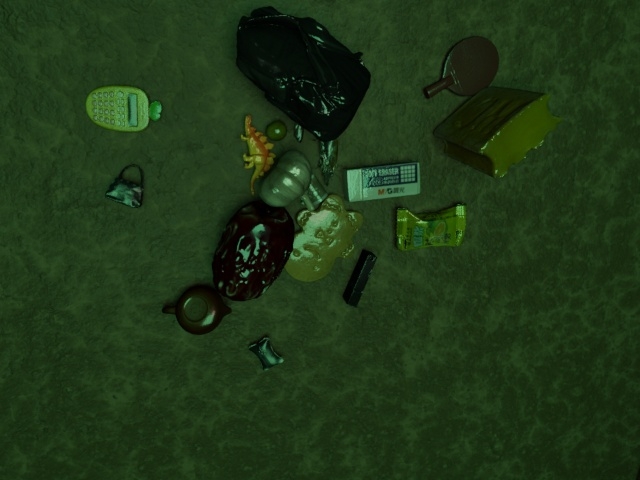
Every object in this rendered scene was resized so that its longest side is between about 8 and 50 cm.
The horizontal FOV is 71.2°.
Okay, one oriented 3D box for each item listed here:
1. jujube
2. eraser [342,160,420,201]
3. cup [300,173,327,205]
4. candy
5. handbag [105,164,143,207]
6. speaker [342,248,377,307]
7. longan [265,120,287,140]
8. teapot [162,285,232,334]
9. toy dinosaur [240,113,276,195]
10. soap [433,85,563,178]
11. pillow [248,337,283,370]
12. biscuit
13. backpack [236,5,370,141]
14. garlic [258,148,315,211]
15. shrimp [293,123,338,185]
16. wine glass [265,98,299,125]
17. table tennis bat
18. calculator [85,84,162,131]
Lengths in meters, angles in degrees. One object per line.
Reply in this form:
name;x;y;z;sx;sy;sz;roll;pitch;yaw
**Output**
jujube;-0.233;0.038;1.563;0.259;0.258;0.376;19;97;-16
eraser;0.227;-0.221;1.667;0.279;0.081;0.124;-8;107;-9
cup;-0.039;-0.187;1.639;0.099;0.102;0.074;55;51;-18
candy;0.438;-0.051;1.760;0.297;0.081;0.187;-6;109;-10
handbag;-0.645;-0.188;1.513;0.115;0.072;0.139;21;88;-15
speaker;0.154;0.148;1.760;0.044;0.082;0.218;18;102;-16
longan;-0.156;-0.384;1.553;0.075;0.083;0.075;-37;150;-26
teapot;-0.457;0.261;1.654;0.252;0.135;0.178;-2;72;8
toy dinosaur;-0.214;-0.297;1.565;0.117;0.070;0.288;-10;112;-9
soap;0.604;-0.389;1.557;0.293;0.335;0.156;-41;117;6
pillow;-0.218;0.454;1.790;0.091;0.055;0.135;-39;113;-18
biscuit;0.001;0.001;1.703;0.275;0.052;0.355;40;94;-19
backpack;-0.060;-0.544;1.399;0.446;0.363;0.255;31;134;-8
garlic;-0.087;-0.184;1.521;0.212;0.218;0.218;41;95;-21
shrimp;-0.013;-0.344;1.602;0.169;0.058;0.295;2;102;-4
wine glass;-0.106;-0.458;1.523;0.155;0.072;0.072;36;96;-7
table tennis bat;0.518;-0.615;1.635;0.310;0.038;0.200;-31;110;-2
calculator;-0.638;-0.429;1.456;0.235;0.032;0.146;2;106;-11
